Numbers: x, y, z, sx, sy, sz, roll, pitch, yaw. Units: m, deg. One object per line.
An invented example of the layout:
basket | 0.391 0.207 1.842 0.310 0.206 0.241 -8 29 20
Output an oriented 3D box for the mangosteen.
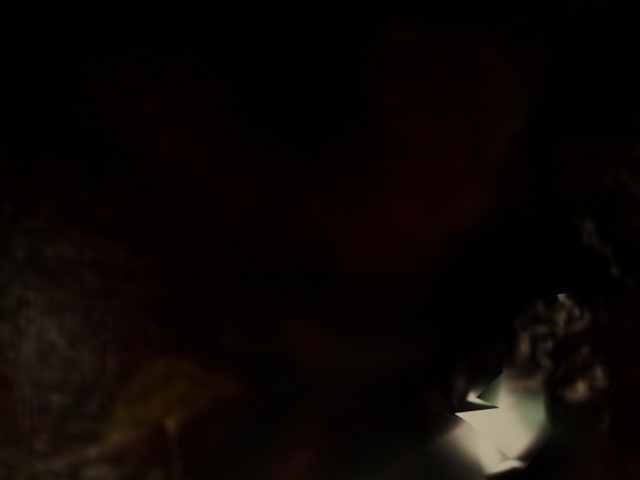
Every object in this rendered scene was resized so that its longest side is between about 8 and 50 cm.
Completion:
mangosteen | 0.000 -0.014 0.609 0.381 0.421 0.381 -23 131 -29
